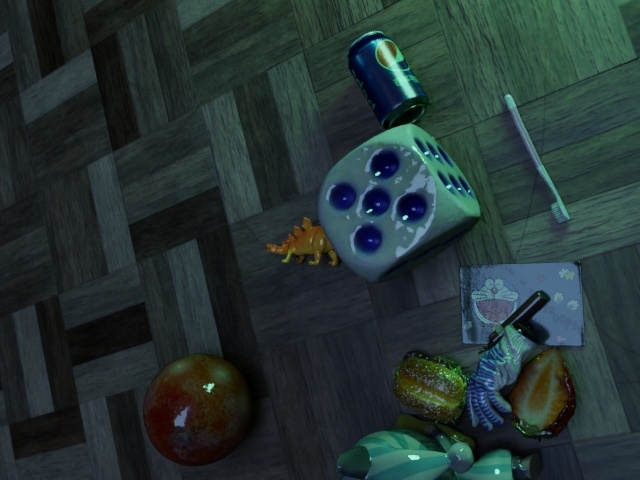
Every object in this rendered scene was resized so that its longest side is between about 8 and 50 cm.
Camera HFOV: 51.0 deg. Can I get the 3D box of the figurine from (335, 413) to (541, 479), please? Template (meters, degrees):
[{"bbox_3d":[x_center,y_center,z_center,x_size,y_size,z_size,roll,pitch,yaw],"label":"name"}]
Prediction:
[{"bbox_3d":[0.192,0.495,1.255,0.361,0.377,0.266,-7,85,30],"label":"figurine"}]

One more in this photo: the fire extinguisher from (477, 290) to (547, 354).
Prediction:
[{"bbox_3d":[0.390,0.175,1.347,0.049,0.035,0.173,36,110,-15],"label":"fire extinguisher"}]

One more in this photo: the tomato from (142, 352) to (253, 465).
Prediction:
[{"bbox_3d":[-0.298,0.408,1.604,0.265,0.265,0.265,-1,88,29],"label":"tomato"}]

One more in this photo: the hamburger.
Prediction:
[{"bbox_3d":[0.228,0.305,1.403,0.166,0.087,0.137,22,99,28],"label":"hamburger"}]

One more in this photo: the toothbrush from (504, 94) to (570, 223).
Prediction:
[{"bbox_3d":[0.429,-0.166,1.345,0.025,0.020,0.286,-29,75,32],"label":"toothbrush"}]

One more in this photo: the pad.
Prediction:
[{"bbox_3d":[0.403,0.127,1.359,0.245,0.006,0.170,-3,86,30],"label":"pad"}]

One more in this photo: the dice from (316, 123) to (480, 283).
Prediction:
[{"bbox_3d":[0.157,-0.073,1.359,0.251,0.259,0.243,-36,73,23],"label":"dice"}]

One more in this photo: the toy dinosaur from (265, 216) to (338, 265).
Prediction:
[{"bbox_3d":[0.000,0.000,1.555,0.288,0.070,0.117,0,88,24],"label":"toy dinosaur"}]

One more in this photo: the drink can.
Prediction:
[{"bbox_3d":[0.143,-0.346,1.456,0.118,0.118,0.205,-36,72,23],"label":"drink can"}]

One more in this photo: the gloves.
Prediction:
[{"bbox_3d":[0.349,0.268,1.320,0.097,0.119,0.229,23,99,20],"label":"gloves"}]

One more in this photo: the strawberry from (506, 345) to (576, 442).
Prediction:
[{"bbox_3d":[0.433,0.296,1.294,0.146,0.082,0.187,16,89,53],"label":"strawberry"}]
